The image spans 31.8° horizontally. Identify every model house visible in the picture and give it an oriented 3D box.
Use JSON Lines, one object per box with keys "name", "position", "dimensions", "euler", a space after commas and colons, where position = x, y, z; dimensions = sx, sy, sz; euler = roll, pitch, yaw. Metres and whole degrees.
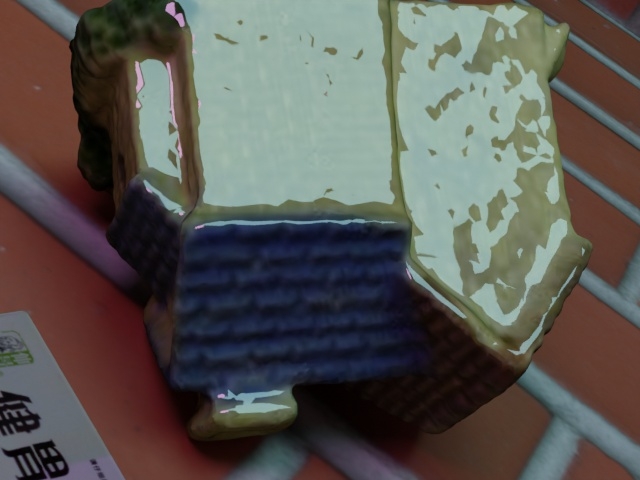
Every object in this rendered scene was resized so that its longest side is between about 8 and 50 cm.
{"name": "model house", "position": [0.000, 0.000, 0.755], "dimensions": [0.321, 0.261, 0.266], "euler": [-2, 68, -18]}

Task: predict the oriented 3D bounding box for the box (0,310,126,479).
{"name": "box", "position": [-0.167, 0.151, 0.514], "dimensions": [0.175, 0.062, 0.260], "euler": [-6, 47, -45]}
